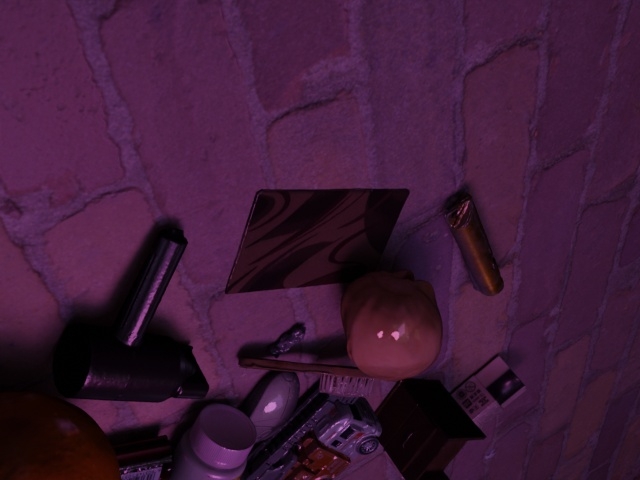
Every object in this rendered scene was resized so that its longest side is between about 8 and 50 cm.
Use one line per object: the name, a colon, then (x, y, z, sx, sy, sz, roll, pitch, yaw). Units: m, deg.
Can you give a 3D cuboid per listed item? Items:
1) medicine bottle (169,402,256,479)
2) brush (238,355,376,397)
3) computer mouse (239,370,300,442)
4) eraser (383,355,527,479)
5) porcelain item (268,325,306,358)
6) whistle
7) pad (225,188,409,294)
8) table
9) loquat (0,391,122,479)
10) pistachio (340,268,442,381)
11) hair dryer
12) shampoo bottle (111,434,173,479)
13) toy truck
medicine bottle: (-0.225, 0.444, 1.429, 0.139, 0.139, 0.226, 6, 123, -40)
brush: (-0.017, 0.273, 1.444, 0.327, 0.070, 0.065, 13, 82, -32)
computer mouse: (-0.114, 0.364, 1.494, 0.113, 0.068, 0.229, 12, 118, -41)
eraser: (0.359, 0.479, 1.933, 0.404, 0.098, 0.096, -40, 141, 2)
porcelain item: (-0.062, 0.195, 1.412, 0.083, 0.028, 0.036, -35, 156, -7)
whistle: (0.323, 0.018, 1.513, 0.068, 0.057, 0.326, -38, 140, -2)
pad: (0.000, 0.000, 1.295, 0.330, 0.004, 0.220, -4, 128, -35)
table: (0.252, 0.466, 1.765, 0.172, 0.193, 0.169, 12, 119, -43)
loquat: (-0.456, 0.380, 1.056, 0.328, 0.328, 0.329, -20, 136, -21)
pistachio: (0.142, 0.174, 1.408, 0.214, 0.193, 0.318, -47, 145, -14)
hair dryer: (-0.251, 0.124, 1.157, 0.244, 0.116, 0.303, 15, 110, -47)
shampoo bottle: (-0.433, 0.427, 1.303, 0.322, 0.084, 0.129, -2, 138, -34)
toy truck: (-0.015, 0.442, 1.596, 0.338, 0.133, 0.184, -46, 128, 11)
